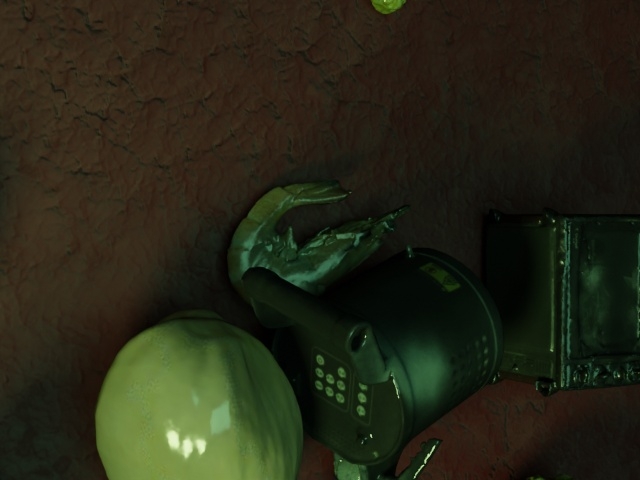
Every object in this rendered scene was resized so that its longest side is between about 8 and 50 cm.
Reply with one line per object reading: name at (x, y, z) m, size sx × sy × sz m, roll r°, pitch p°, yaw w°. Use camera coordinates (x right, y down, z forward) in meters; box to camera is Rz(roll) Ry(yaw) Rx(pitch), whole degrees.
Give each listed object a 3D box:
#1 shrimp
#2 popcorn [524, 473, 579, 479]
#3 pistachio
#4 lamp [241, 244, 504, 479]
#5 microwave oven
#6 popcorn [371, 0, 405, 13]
shrimp at (-0.011, -0.013, 1.281) m, size 0.254 × 0.059 × 0.145 m, roll -37°, pitch 97°, yaw -16°
popcorn at (0.318, 0.454, 1.376) m, size 0.242 × 0.235 × 0.250 m, roll 16°, pitch 50°, yaw -36°
pistachio at (-0.130, 0.233, 1.147) m, size 0.226 × 0.208 × 0.331 m, roll -22°, pitch 118°, yaw -14°
lamp at (0.088, 0.122, 1.220) m, size 0.272 × 0.205 × 0.374 m, roll -43°, pitch 140°, yaw -28°
microwave oven at (0.340, 0.078, 1.383) m, size 0.178 × 0.188 × 0.247 m, roll 0°, pitch 92°, yaw -26°
popcorn at (0.098, -0.331, 1.325) m, size 0.083 × 0.059 × 0.068 m, roll 0°, pitch 131°, yaw -19°
